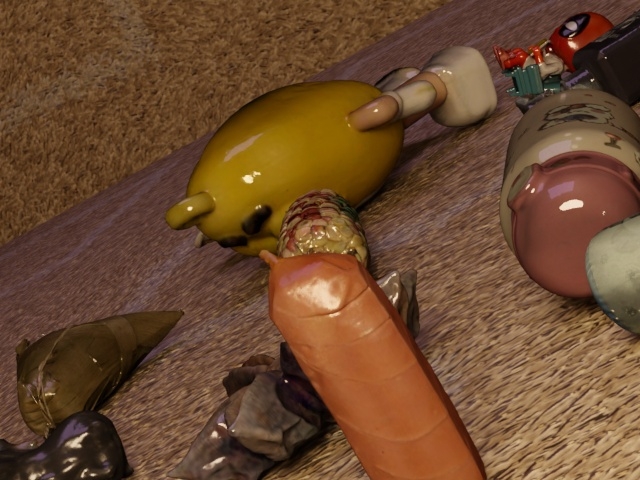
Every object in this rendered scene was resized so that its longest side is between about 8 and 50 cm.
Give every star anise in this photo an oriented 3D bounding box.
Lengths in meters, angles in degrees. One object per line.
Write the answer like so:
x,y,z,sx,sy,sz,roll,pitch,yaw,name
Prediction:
-0.008,0.093,1.127,0.230,0.081,0.262,-34,0,-21,star anise

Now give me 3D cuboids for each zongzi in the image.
-0.205,0.122,1.592,0.178,0.081,0.189,-21,15,-5,zongzi

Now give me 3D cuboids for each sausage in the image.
0.026,0.071,0.892,0.065,0.169,0.065,-30,13,8,sausage

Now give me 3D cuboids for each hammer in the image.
0.236,-0.007,0.999,0.116,0.069,0.194,-25,4,31,hammer

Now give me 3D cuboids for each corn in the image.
0.000,0.000,1.539,0.086,0.086,0.253,-30,10,4,corn

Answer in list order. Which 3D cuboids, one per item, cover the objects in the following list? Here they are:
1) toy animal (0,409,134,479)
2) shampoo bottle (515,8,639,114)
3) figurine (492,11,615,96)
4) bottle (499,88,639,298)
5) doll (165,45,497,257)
-0.313,0.235,1.260,0.343,0.106,0.168,-34,9,-34,toy animal
0.330,-0.194,1.579,0.309,0.071,0.098,-33,13,-4,shampoo bottle
0.262,-0.199,1.788,0.140,0.075,0.068,-20,9,0,figurine
0.175,-0.029,1.122,0.110,0.110,0.233,-28,10,16,bottle
0.004,-0.099,1.836,0.423,0.161,0.348,-32,-3,-13,doll
